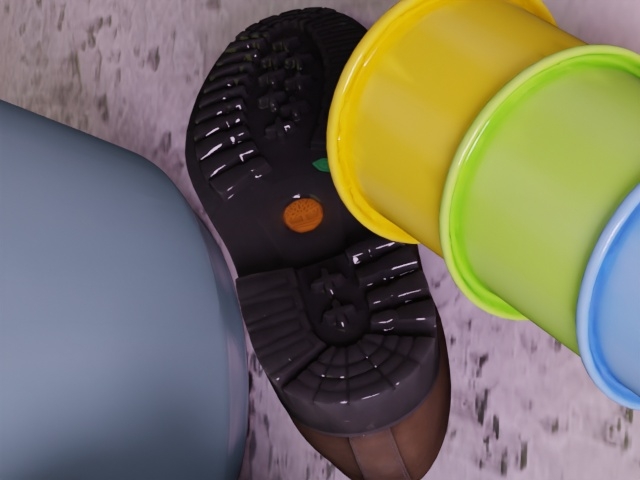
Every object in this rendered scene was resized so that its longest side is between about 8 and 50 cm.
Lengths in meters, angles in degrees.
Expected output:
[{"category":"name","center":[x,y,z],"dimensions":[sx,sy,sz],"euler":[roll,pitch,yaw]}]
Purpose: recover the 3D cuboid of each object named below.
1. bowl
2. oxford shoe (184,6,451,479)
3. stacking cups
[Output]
[{"category":"bowl","center":[-0.145,0.067,0.834],"dimensions":[0.311,0.163,0.312],"euler":[6,97,60]},{"category":"oxford shoe","center":[0.000,0.000,0.657],"dimensions":[0.096,0.082,0.227],"euler":[70,-171,-47]},{"category":"stacking cups","center":[0.123,0.016,0.448],"dimensions":[0.316,0.096,0.096],"euler":[36,122,50]}]
